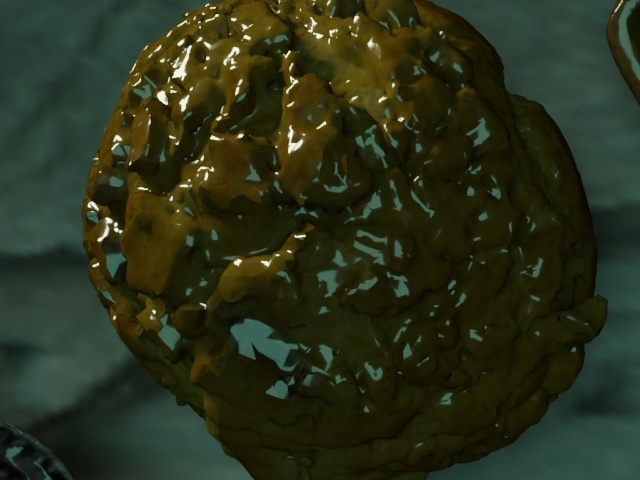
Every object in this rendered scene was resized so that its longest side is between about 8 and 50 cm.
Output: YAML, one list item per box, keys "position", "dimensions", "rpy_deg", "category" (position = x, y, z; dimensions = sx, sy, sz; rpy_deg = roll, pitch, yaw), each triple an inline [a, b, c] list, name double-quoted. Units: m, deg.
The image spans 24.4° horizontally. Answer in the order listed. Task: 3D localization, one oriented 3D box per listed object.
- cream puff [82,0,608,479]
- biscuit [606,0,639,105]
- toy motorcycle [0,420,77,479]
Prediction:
- position: [0.001, -0.002, 0.382]
  dimensions: [0.126, 0.103, 0.144]
  rpy_deg: [-40, 72, 9]
  category: "cream puff"
- position: [0.162, -0.106, 0.385]
  dimensions: [0.182, 0.034, 0.215]
  rpy_deg: [-7, 84, 13]
  category: "biscuit"
- position: [-0.207, 0.102, 0.421]
  dimensions: [0.275, 0.125, 0.187]
  rpy_deg: [21, 82, 16]
  category: "toy motorcycle"
